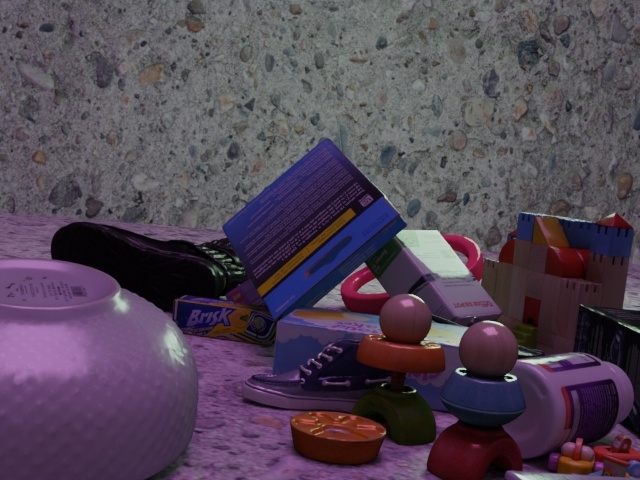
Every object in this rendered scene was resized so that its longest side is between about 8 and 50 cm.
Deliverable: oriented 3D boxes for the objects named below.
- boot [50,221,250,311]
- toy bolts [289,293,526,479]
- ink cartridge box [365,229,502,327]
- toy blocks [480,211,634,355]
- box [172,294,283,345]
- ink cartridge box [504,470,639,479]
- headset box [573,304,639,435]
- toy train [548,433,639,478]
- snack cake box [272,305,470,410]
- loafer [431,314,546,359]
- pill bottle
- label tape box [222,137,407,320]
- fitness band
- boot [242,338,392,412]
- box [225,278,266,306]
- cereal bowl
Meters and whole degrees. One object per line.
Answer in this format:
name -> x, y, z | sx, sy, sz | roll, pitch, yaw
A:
boot -> -0.301, 0.041, 1.804 | 0.348, 0.131, 0.260 | 18, 14, 11
toy bolts -> 0.098, 0.148, 1.002 | 0.228, 0.158, 0.218 | 11, 7, 41
ink cartridge box -> 0.199, 0.083, 1.688 | 0.153, 0.087, 0.208 | 1, 44, -47
toy blocks -> 0.408, 0.067, 1.704 | 0.191, 0.260, 0.381 | 4, 5, -24
box -> -0.147, 0.126, 1.522 | 0.169, 0.054, 0.059 | 6, 5, 8
ink cartridge box -> 0.296, 0.248, 0.777 | 0.224, 0.045, 0.223 | 6, 6, -19
headset box -> 0.505, 0.178, 1.317 | 0.246, 0.131, 0.283 | 5, 5, -6
toy train -> 0.306, 0.230, 0.979 | 0.125, 0.046, 0.166 | 5, 5, -6
snack cake box -> 0.080, 0.156, 1.288 | 0.264, 0.089, 0.152 | 7, 4, 10
loafer -> 0.243, 0.159, 1.494 | 0.223, 0.078, 0.076 | 9, 6, 29
pill bottle -> 0.278, 0.185, 1.101 | 0.193, 0.108, 0.108 | 2, 7, -44
label tape box -> 0.000, 0.000, 1.506 | 0.106, 0.241, 0.333 | 48, 3, -32
fitness band -> 0.181, 0.071, 1.910 | 0.291, 0.054, 0.209 | -16, 26, 4
boot -> 0.002, 0.159, 1.164 | 0.190, 0.086, 0.069 | 6, 5, -7
box -> -0.012, 0.037, 1.732 | 0.293, 0.057, 0.201 | -33, -5, 14
cereal bowl -> -0.279, 0.104, 0.909 | 0.339, 0.141, 0.339 | 7, 13, -2
